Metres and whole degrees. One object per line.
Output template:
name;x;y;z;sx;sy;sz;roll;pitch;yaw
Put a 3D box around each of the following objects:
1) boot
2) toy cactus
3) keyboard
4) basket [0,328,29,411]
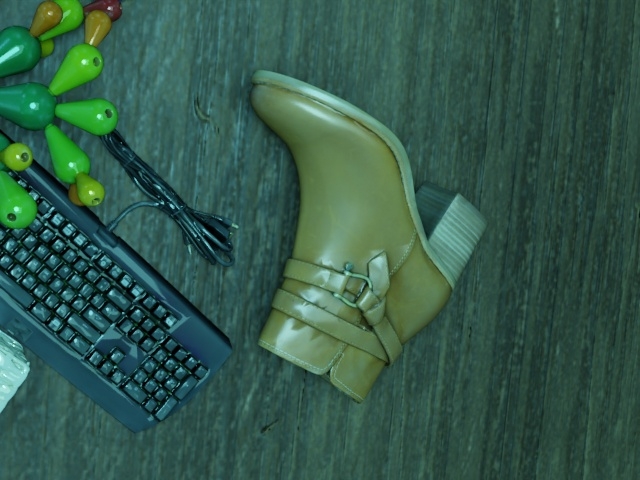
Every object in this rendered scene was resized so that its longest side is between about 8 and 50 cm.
boot;0.000;0.000;1.001;0.283;0.109;0.220;38;85;-30
toy cactus;-0.246;-0.108;0.860;0.181;0.112;0.218;8;71;-2
keyboard;-0.194;0.006;0.946;0.317;0.033;0.201;45;78;-22
basket;-0.324;0.091;0.858;0.167;0.103;0.113;39;79;-21
